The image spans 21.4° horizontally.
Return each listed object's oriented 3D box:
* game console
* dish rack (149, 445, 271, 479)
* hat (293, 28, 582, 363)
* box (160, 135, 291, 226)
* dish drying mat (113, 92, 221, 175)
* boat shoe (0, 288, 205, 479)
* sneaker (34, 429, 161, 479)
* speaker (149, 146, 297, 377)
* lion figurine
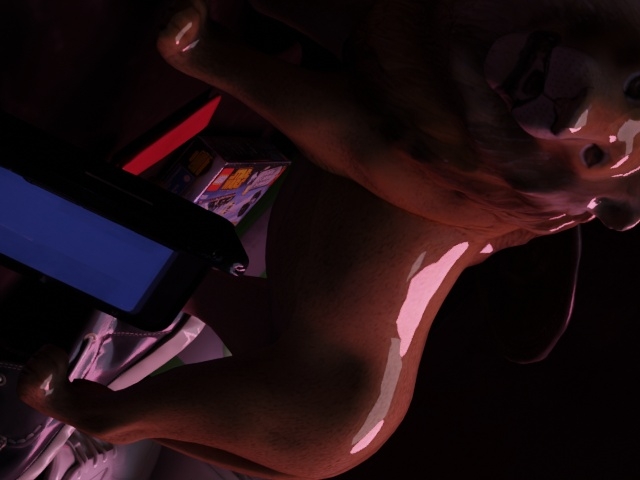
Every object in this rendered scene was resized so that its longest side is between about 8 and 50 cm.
[{"bbox_3d":[-0.103,0.001,0.720,0.071,0.122,0.107,-63,-166,8],"label":"game console"},{"bbox_3d":[-0.186,0.264,1.299,0.333,0.072,0.285,-46,-150,-7],"label":"dish rack"},{"bbox_3d":[0.052,-0.083,0.961,0.134,0.331,0.331,-4,163,-5],"label":"hat"},{"bbox_3d":[-0.075,-0.024,1.066,0.094,0.027,0.137,-48,171,12],"label":"box"},{"bbox_3d":[-0.088,-0.055,0.945,0.083,0.008,0.032,-41,169,-38],"label":"dish drying mat"},{"bbox_3d":[-0.171,0.076,0.979,0.233,0.084,0.079,-41,133,7],"label":"boat shoe"},{"bbox_3d":[-0.183,0.164,1.189,0.232,0.090,0.115,-39,164,-45],"label":"sneaker"},{"bbox_3d":[0.000,0.000,1.198,0.296,0.131,0.131,-47,170,-3],"label":"speaker"},{"bbox_3d":[0.017,0.004,0.814,0.142,0.240,0.392,-56,174,-50],"label":"lion figurine"}]
